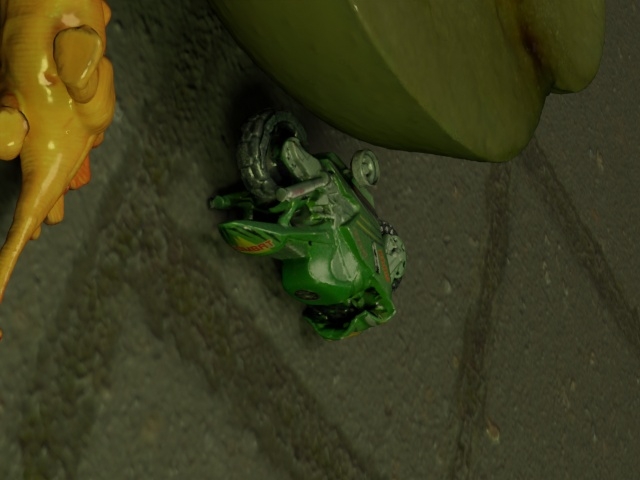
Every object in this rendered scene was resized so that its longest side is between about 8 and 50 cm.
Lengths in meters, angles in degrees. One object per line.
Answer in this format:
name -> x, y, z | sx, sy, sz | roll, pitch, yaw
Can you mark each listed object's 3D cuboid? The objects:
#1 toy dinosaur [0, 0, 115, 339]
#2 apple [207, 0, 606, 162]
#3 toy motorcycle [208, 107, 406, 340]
toy dinosaur -> -0.127, -0.079, 0.668 | 0.117, 0.070, 0.288 | -121, -142, -85
apple -> 0.060, -0.227, 0.884 | 0.311, 0.320, 0.360 | -133, -160, -66
toy motorcycle -> 0.000, 0.000, 0.899 | 0.190, 0.074, 0.106 | 43, 50, -45
